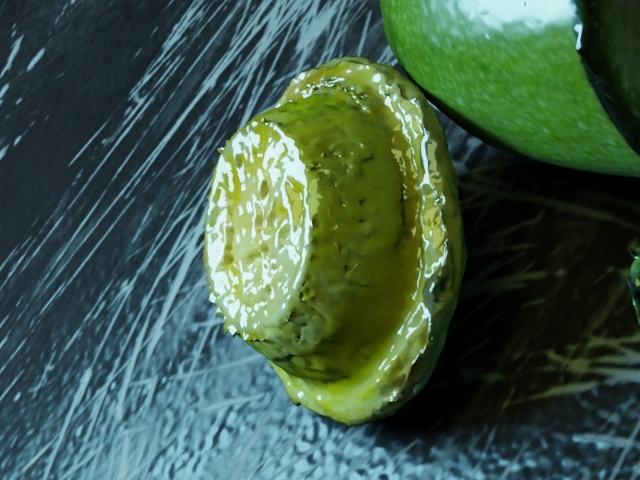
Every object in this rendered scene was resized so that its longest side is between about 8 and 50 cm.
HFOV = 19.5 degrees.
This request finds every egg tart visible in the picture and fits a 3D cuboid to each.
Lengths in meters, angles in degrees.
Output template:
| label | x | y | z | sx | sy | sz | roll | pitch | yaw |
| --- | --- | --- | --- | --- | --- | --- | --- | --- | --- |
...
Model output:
| label | x | y | z | sx | sy | sz | roll | pitch | yaw |
| --- | --- | --- | --- | --- | --- | --- | --- | --- | --- |
| egg tart | 0.000 | 0.000 | 1.353 | 0.288 | 0.118 | 0.288 | -9 | 79 | 56 |

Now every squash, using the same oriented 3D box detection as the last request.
| label | x | y | z | sx | sy | sz | roll | pitch | yaw |
| --- | --- | --- | --- | --- | --- | --- | --- | --- | --- |
| squash | 0.156 | -0.194 | 1.298 | 0.309 | 0.310 | 0.310 | 4 | 61 | 45 |

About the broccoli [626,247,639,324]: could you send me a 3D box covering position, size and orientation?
| label | x | y | z | sx | sy | sz | roll | pitch | yaw |
| --- | --- | --- | --- | --- | --- | --- | --- | --- | --- |
| broccoli | 0.293 | 0.038 | 1.093 | 0.288 | 0.248 | 0.245 | -57 | 2 | 3 |
